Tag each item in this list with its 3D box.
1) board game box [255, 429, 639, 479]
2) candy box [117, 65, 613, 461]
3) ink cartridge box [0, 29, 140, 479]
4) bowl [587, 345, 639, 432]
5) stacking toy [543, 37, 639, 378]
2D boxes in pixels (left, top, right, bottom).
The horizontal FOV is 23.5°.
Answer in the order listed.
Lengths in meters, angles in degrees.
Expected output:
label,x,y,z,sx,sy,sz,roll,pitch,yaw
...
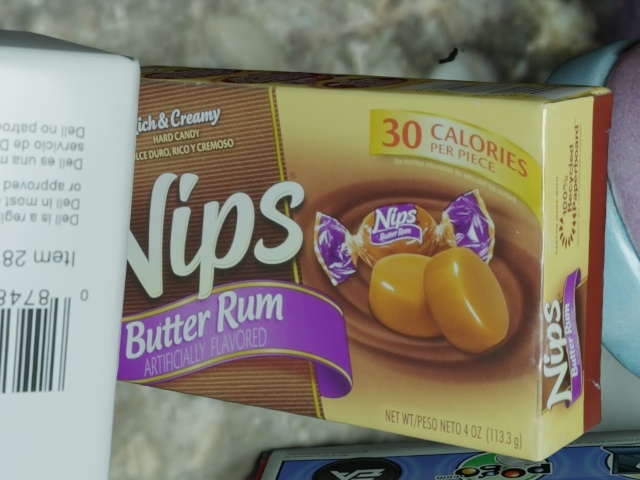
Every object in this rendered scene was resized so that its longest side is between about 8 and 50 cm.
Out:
label,x,y,z,sx,sy,sz,roll,pitch,yaw
board game box,0.113,0.151,0.460,0.308,0.302,0.086,-4,105,9
candy box,0.000,0.000,0.509,0.053,0.186,0.109,-16,110,-56
ink cartridge box,-0.176,0.070,0.472,0.201,0.117,0.278,1,99,-27
bowl,0.259,0.082,0.677,0.298,0.134,0.298,-5,102,-25
stacking toy,0.132,-0.106,0.587,0.279,0.130,0.309,-28,91,-48
